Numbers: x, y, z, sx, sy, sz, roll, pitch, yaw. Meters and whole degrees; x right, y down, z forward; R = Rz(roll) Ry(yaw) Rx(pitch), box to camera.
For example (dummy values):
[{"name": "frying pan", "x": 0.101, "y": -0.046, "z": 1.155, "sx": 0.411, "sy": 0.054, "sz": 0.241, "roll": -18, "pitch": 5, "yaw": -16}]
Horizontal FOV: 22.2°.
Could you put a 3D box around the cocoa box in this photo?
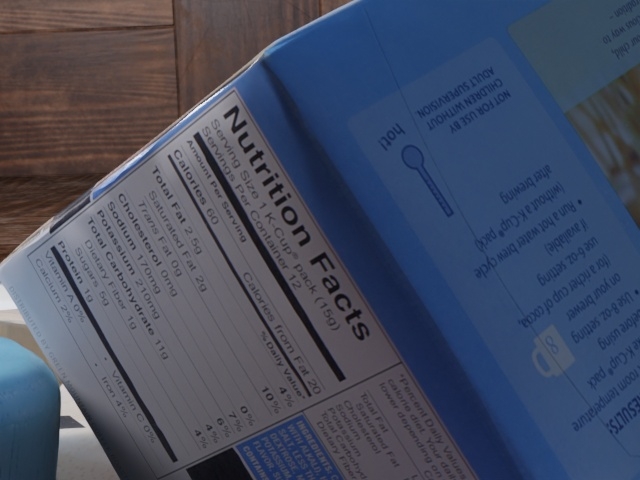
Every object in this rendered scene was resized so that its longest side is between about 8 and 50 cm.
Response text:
[{"name": "cocoa box", "x": 0.088, "y": -0.001, "z": 0.713, "sx": 0.347, "sy": 0.231, "sz": 0.228, "roll": -33, "pitch": 0, "yaw": -40}]

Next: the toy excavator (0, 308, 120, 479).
[{"name": "toy excavator", "x": -0.197, "y": 0.116, "z": 0.763, "sx": 0.445, "sy": 0.222, "sz": 0.433, "roll": 4, "pitch": 6, "yaw": -33}]

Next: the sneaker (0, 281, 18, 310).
[{"name": "sneaker", "x": -0.339, "y": 0.048, "z": 1.494, "sx": 0.258, "sy": 0.091, "sz": 0.094, "roll": -2, "pitch": 9, "yaw": 0}]
